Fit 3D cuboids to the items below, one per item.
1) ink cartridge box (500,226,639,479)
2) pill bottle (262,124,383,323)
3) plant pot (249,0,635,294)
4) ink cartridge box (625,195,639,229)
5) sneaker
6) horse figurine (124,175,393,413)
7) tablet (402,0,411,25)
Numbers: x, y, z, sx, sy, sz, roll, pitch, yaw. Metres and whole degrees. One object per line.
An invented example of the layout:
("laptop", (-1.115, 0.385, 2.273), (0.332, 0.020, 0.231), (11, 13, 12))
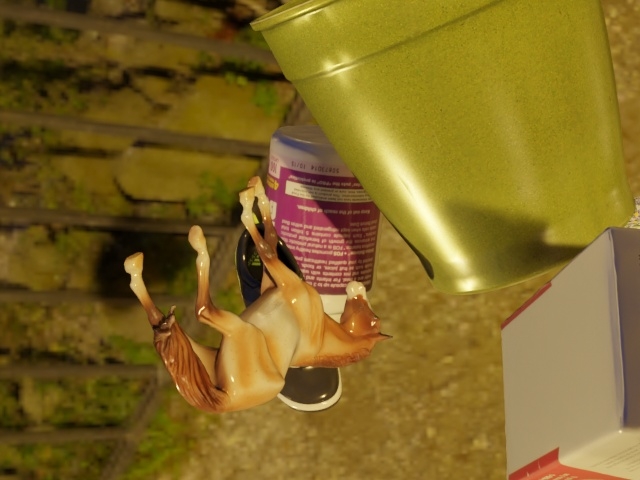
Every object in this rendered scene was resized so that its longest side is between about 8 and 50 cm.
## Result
("ink cartridge box", (0.373, 0.116, 1.094), (0.279, 0.384, 0.161), (117, 155, -67))
("pill bottle", (0.000, 0.000, 1.843), (0.169, 0.169, 0.302), (23, 112, 51))
("plant pot", (0.163, -0.145, 1.411), (0.366, 0.366, 0.353), (-8, 110, 53))
("ink cartridge box", (0.422, -0.040, 1.613), (0.115, 0.063, 0.029), (-18, 68, 36))
("sneaker", (-0.046, 0.080, 1.468), (0.097, 0.084, 0.235), (87, 160, -69))
("horse figurine", (-0.053, 0.058, 1.006), (0.066, 0.263, 0.175), (-16, 102, 32))
("tablet", (0.066, -0.239, 1.260), (0.054, 0.006, 0.083), (147, 105, -79))
